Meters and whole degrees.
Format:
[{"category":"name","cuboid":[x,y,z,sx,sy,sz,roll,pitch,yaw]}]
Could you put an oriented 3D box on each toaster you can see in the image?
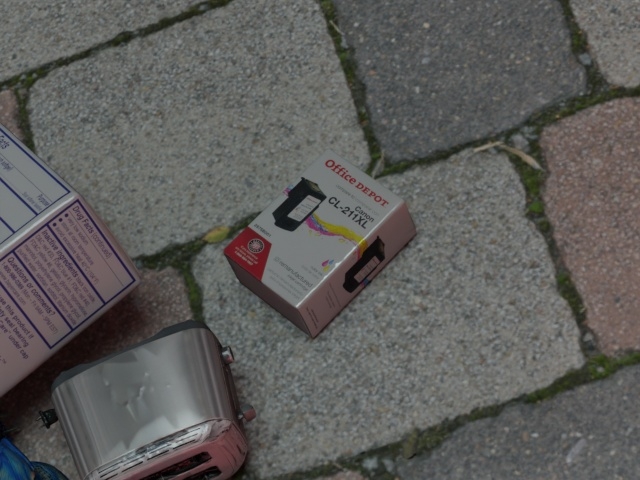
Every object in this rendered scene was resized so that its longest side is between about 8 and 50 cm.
[{"category":"toaster","cuboid":[-0.185,0.196,1.983,0.227,0.129,0.146,-22,58,-1]}]

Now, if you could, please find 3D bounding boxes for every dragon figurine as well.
[{"category":"dragon figurine","cuboid":[-0.320,0.265,1.976,0.289,0.085,0.144,23,74,43]}]

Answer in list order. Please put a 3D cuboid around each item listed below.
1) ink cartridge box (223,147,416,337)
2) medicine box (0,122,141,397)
[{"category":"ink cartridge box","cuboid":[0.000,0.000,2.087,0.127,0.072,0.175,36,74,32]},{"category":"medicine box","cuboid":[-0.390,0.038,2.079,0.289,0.149,0.263,-39,35,-10]}]
